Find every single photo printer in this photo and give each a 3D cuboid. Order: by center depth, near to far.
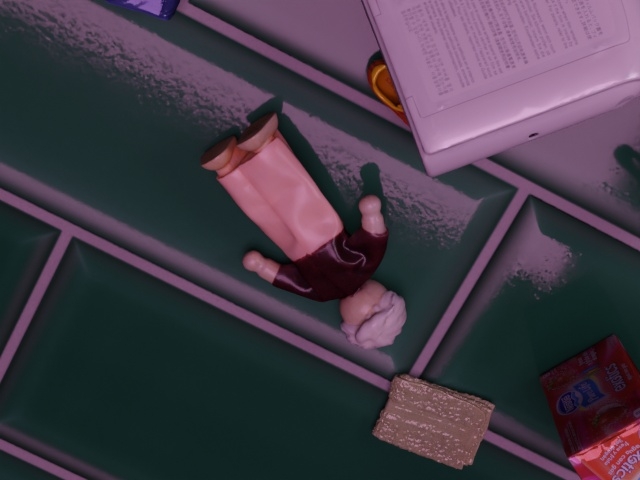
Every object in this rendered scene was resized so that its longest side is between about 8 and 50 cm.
[{"bbox_3d":[0.227,-0.241,1.643,0.308,0.107,0.256,-21,75,4],"label":"photo printer"}]

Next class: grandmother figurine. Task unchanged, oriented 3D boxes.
[{"bbox_3d":[0.000,0.000,1.793,0.208,0.104,0.342,-22,111,37],"label":"grandmother figurine"}]

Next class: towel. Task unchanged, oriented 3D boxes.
[{"bbox_3d":[0.153,0.245,1.899,0.148,0.027,0.110,18,109,-5],"label":"towel"}]

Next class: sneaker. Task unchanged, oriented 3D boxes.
[{"bbox_3d":[0.126,-0.159,1.747,0.175,0.067,0.064,34,104,-11],"label":"sneaker"}]

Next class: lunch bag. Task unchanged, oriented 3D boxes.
[{"bbox_3d":[-0.209,-0.313,1.706,0.098,0.067,0.065,16,108,-4],"label":"lunch bag"}]

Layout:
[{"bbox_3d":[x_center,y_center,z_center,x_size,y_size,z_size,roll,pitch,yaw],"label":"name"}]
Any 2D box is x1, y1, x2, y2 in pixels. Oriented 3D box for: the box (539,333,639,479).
[{"bbox_3d":[0.374,0.239,1.769,0.123,0.257,0.128,-32,105,10],"label":"box"}]
